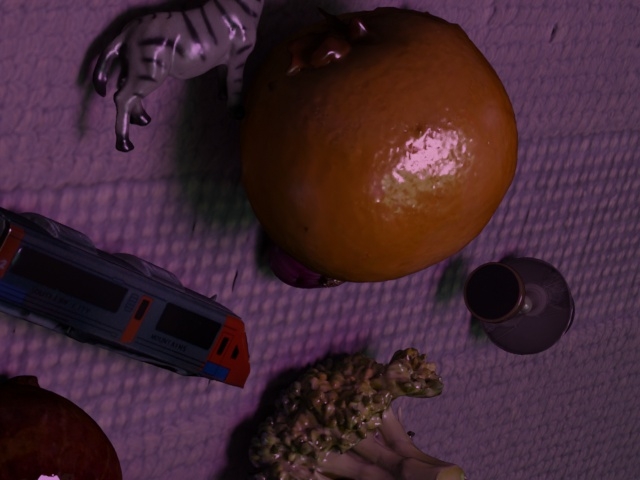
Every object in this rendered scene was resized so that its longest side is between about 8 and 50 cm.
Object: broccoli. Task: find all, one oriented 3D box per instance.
[{"bbox_3d":[0.061,0.250,1.969,0.263,0.243,0.247,-41,127,-31],"label":"broccoli"}]

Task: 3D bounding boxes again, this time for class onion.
[{"bbox_3d":[0.000,0.000,1.861,0.115,0.115,0.104,7,65,-51],"label":"onion"}]

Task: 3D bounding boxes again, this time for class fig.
[{"bbox_3d":[-0.273,0.210,1.612,0.205,0.205,0.205,-29,134,-35],"label":"fig"}]

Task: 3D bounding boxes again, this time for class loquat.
[{"bbox_3d":[0.044,-0.095,1.683,0.275,0.275,0.275,-29,134,-35],"label":"loquat"}]

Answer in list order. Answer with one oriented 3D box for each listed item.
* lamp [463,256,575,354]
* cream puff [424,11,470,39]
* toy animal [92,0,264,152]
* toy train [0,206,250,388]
[{"bbox_3d":[0.242,0.077,2.162,0.121,0.121,0.214,-62,157,3],"label":"lamp"},{"bbox_3d":[0.099,-0.179,1.854,0.122,0.094,0.116,-44,148,19],"label":"cream puff"},{"bbox_3d":[-0.113,-0.188,1.614,0.217,0.073,0.176,-23,125,-33],"label":"toy animal"},{"bbox_3d":[-0.192,0.053,1.669,0.409,0.086,0.089,26,91,-54],"label":"toy train"}]
